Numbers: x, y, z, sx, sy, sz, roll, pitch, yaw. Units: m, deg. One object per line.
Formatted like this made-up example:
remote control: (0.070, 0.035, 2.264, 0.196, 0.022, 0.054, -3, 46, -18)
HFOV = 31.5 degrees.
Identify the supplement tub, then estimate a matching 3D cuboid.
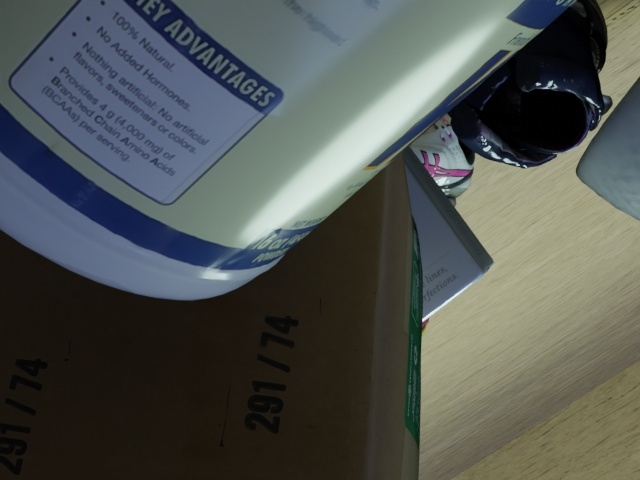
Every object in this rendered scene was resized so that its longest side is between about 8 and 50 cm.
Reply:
supplement tub: (-0.006, -0.156, 0.437, 0.325, 0.235, 0.235, -41, 156, 25)

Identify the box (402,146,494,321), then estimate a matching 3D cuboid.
box: (0.000, 0.000, 0.824, 0.181, 0.182, 0.119, -37, 175, 11)

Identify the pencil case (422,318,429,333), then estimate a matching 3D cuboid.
pencil case: (0.057, 0.113, 1.298, 0.104, 0.104, 0.236, -22, 155, -21)

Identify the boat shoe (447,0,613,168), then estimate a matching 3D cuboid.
boat shoe: (0.151, -0.117, 0.826, 0.127, 0.158, 0.341, -42, 156, 26)

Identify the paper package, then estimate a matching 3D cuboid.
paper package: (-0.100, 0.101, 0.644, 0.310, 0.324, 0.168, 0, 159, 8)

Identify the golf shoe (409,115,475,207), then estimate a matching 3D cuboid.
golf shoe: (0.075, -0.075, 0.968, 0.186, 0.067, 0.086, 17, 101, -60)

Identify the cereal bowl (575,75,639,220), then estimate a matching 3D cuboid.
cereal bowl: (0.354, -0.130, 0.839, 0.339, 0.141, 0.339, -44, 169, -10)
